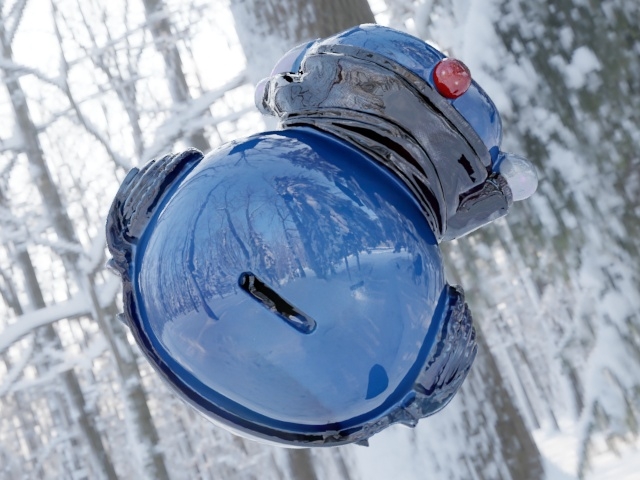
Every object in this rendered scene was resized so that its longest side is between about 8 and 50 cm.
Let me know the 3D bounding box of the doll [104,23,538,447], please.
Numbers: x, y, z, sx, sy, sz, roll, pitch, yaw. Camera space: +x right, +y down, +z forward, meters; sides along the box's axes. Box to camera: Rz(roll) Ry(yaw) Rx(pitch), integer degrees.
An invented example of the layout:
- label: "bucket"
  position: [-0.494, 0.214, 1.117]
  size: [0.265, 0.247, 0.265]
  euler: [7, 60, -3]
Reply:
- label: "doll"
  position: [0.000, 0.000, 0.795]
  size: [0.310, 0.284, 0.240]
  euler: [-55, -2, -13]
